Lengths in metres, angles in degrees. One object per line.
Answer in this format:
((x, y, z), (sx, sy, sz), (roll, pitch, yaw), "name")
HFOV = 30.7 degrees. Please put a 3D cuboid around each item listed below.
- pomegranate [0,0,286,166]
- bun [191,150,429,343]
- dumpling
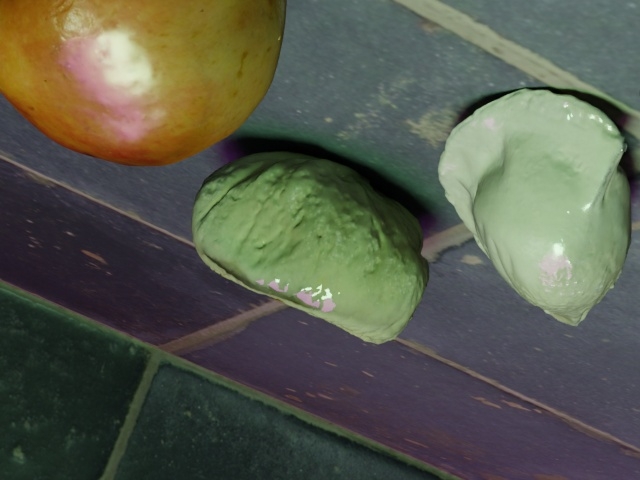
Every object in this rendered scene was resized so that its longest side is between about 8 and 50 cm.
((-0.119, -0.147, 0.746), (0.209, 0.209, 0.209), (18, 162, 6), "pomegranate")
((0.000, 0.000, 1.132), (0.243, 0.153, 0.244), (24, -178, -1), "bun")
((0.171, -0.022, 0.940), (0.166, 0.126, 0.216), (29, 171, 28), "dumpling")
